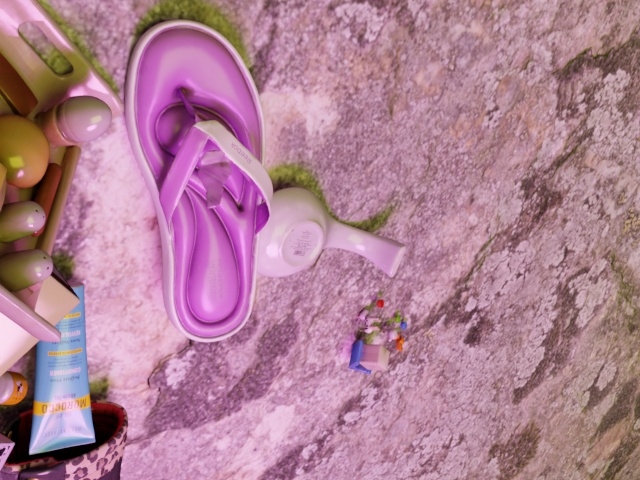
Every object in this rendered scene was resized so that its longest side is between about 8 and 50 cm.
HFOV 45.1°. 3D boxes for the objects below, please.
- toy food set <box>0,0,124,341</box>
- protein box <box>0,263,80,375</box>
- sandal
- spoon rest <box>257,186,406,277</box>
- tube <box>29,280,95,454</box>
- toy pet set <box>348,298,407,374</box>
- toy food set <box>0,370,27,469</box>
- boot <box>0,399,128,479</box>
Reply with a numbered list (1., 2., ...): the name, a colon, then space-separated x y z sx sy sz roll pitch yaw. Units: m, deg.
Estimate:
1. toy food set: -0.283 -0.088 0.717 0.092 0.306 0.220 -14 140 19
2. protein box: -0.403 0.046 0.787 0.200 0.136 0.201 -44 136 -8
3. sandal: -0.125 -0.055 0.938 0.169 0.102 0.417 -17 119 -24
4. spoon rest: 0.000 0.000 1.131 0.276 0.084 0.137 12 106 -40
5. tube: -0.316 0.154 0.942 0.080 0.052 0.207 -2 98 -29
6. toy pet set: 0.092 0.175 1.355 0.122 0.065 0.114 45 51 -49
7. toy food set: -0.439 0.244 0.875 0.232 0.111 0.104 -62 164 -6
8. boot: -0.413 0.376 0.997 0.377 0.138 0.284 -10 124 -39
